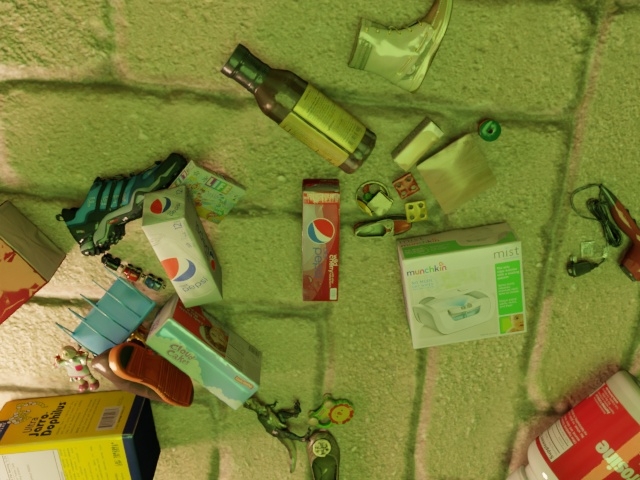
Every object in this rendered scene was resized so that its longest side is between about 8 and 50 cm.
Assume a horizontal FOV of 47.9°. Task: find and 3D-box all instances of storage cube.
[{"bbox_3d":[-0.694,0.056,1.539,0.193,0.215,0.183,-40,107,6],"label":"storage cube"}]

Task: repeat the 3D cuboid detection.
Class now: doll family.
[{"bbox_3d":[-0.487,0.251,1.681,0.263,0.118,0.163,-7,126,10],"label":"doll family"}]

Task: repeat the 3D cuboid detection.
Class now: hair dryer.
[{"bbox_3d":[0.709,-0.013,1.624,0.294,0.080,0.223,-2,111,-2],"label":"hair dryer"}]

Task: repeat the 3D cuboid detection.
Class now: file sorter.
[{"bbox_3d":[-0.473,0.159,1.580,0.118,0.104,0.170,32,75,22],"label":"file sorter"}]

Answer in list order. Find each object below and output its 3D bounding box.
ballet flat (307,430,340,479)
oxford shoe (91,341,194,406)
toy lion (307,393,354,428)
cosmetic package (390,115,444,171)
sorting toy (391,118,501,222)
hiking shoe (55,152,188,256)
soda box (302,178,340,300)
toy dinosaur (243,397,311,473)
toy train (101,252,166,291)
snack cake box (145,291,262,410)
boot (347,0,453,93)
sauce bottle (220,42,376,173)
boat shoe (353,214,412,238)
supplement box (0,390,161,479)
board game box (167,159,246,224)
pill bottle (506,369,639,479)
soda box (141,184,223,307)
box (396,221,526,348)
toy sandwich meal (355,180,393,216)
[{"bbox_3d":[0.011,0.604,1.854,0.084,0.058,0.249,-3,112,-1],"label":"ballet flat"},{"bbox_3d":[-0.386,0.302,1.599,0.098,0.097,0.271,-16,139,27],"label":"oxford shoe"},{"bbox_3d":[0.032,0.435,1.806,0.096,0.034,0.100,34,107,-22],"label":"toy lion"},{"bbox_3d":[0.206,-0.207,1.542,0.041,0.060,0.115,40,107,-16],"label":"cosmetic package"},{"bbox_3d":[0.287,-0.145,1.575,0.274,0.046,0.132,-32,109,10],"label":"sorting toy"},{"bbox_3d":[-0.424,-0.100,1.536,0.304,0.113,0.132,-40,87,2],"label":"hiking shoe"},{"bbox_3d":[0.000,0.000,1.598,0.083,0.092,0.263,1,112,-1],"label":"soda box"},{"bbox_3d":[-0.089,0.467,1.797,0.118,0.064,0.268,-22,112,22],"label":"toy dinosaur"},{"bbox_3d":[-0.427,0.075,1.643,0.158,0.036,0.027,28,108,-12],"label":"toy train"},{"bbox_3d":[-0.261,0.250,1.656,0.264,0.152,0.089,41,105,-15],"label":"snack cake box"},{"bbox_3d":[0.160,-0.422,1.448,0.165,0.077,0.213,20,112,-7],"label":"boot"},{"bbox_3d":[-0.045,-0.274,1.480,0.344,0.111,0.111,36,106,-15],"label":"sauce bottle"},{"bbox_3d":[0.141,-0.027,1.619,0.137,0.043,0.049,-5,110,-1],"label":"boat shoe"},{"bbox_3d":[-0.588,0.500,1.721,0.357,0.195,0.194,-5,111,-1],"label":"supplement box"},{"bbox_3d":[-0.247,-0.100,1.541,0.103,0.026,0.154,-48,141,15],"label":"board game box"},{"bbox_3d":[0.662,0.527,1.755,0.229,0.229,0.407,40,105,-16],"label":"pill bottle"},{"bbox_3d":[-0.288,0.020,1.531,0.091,0.098,0.286,-11,140,3],"label":"soda box"},{"bbox_3d":[0.318,0.099,1.633,0.262,0.127,0.231,-8,113,2],"label":"box"},{"bbox_3d":[0.119,-0.090,1.600,0.086,0.029,0.085,-1,111,-2],"label":"toy sandwich meal"}]
